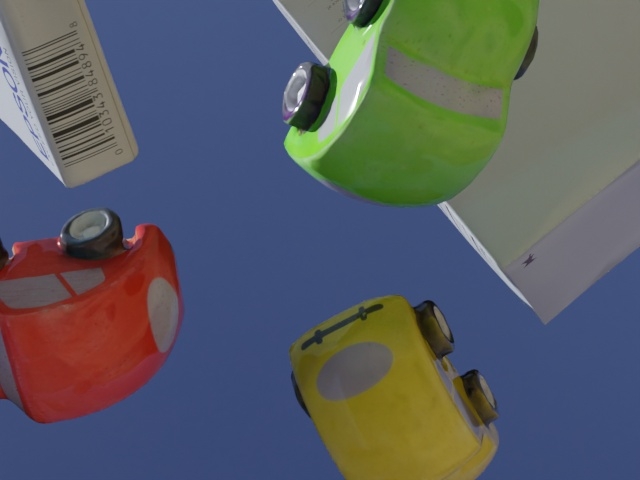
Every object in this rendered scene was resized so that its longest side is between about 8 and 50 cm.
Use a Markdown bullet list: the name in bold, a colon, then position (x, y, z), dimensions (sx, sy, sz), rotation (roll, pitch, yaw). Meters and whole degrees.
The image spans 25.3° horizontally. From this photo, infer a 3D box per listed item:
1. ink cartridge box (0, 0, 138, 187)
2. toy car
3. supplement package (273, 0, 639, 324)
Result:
- **ink cartridge box**: position (-0.268, -0.235, 1.062), dimensions (0.071, 0.330, 0.324), rotation (-28, -58, -18)
- **toy car**: position (0.000, 0.000, 0.473), dimensions (0.239, 0.225, 0.053), rotation (18, -148, -22)
- **supplement package**: position (0.118, -0.102, 0.745), dimensions (0.203, 0.194, 0.149), rotation (52, -176, 21)
